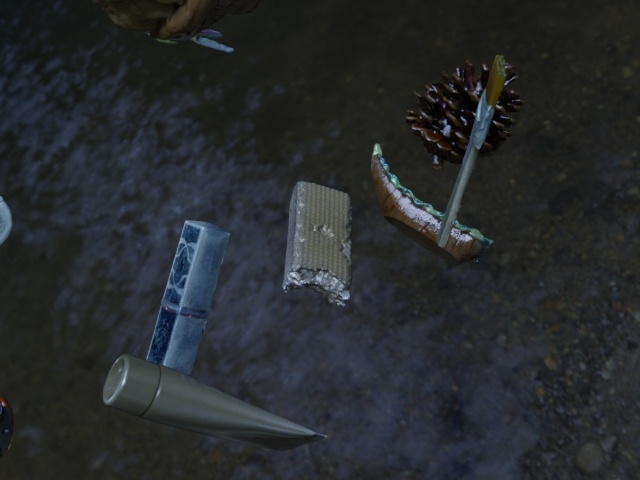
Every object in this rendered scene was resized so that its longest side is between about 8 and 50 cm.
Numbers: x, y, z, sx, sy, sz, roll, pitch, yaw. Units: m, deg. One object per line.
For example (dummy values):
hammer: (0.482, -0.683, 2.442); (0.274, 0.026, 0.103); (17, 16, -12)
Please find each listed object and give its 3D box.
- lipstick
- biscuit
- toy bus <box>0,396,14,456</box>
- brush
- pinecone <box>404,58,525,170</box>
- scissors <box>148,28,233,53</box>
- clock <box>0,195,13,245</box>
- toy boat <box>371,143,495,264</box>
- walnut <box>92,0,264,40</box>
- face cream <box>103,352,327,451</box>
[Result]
lipstick: (-0.251, 0.106, 1.671); (0.077, 0.076, 0.290); (19, 93, 49)
biscuit: (0.000, 0.000, 1.474); (0.239, 0.108, 0.062); (-87, 18, -44)
toy bus: (-0.718, 0.350, 1.549); (0.153, 0.329, 0.143); (41, 129, 36)
brush: (0.226, -0.121, 1.352); (0.020, 0.337, 0.085); (12, 36, 0)
pinecone: (0.261, -0.224, 1.548); (0.212, 0.169, 0.185); (-34, 24, -1)
scissors: (-0.237, -0.365, 1.536); (0.020, 0.187, 0.133); (-57, 49, 27)
clock: (-0.631, -0.019, 1.453); (0.236, 0.236, 0.053); (-108, 27, -49)
toy boat: (0.177, -0.055, 1.604); (0.293, 0.108, 0.099); (41, 77, 15)
walnut: (-0.119, -0.273, 0.756); (0.198, 0.198, 0.245); (-59, 17, -21)
face cream: (-0.165, 0.268, 1.366); (0.137, 0.341, 0.084); (-32, 40, 47)
